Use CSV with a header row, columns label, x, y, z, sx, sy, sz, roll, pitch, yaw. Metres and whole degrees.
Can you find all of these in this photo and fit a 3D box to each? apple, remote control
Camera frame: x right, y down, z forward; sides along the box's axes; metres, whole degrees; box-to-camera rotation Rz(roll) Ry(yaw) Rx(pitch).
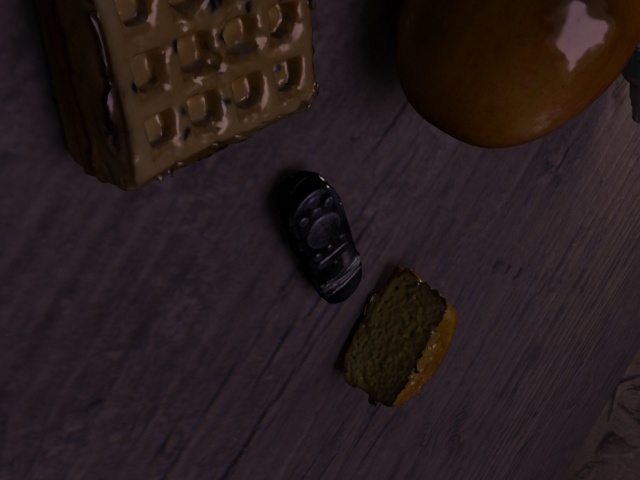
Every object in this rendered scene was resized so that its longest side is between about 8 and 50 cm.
label,x,y,z,sx,sy,sz,roll,pitch,yaw
apple,0.238,-0.269,0.883,0.299,0.299,0.275,-18,148,-41
remote control,0.000,0.000,0.989,0.090,0.066,0.266,-34,143,-9

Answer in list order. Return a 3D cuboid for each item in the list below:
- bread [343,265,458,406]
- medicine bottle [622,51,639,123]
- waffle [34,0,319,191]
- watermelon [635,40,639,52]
label,x,y,z,sx,sy,sz,roll,pitch,yaw
bread,0.148,0.172,1.204,0.139,0.143,0.229,20,101,-52
medicine bottle,0.680,-0.385,1.450,0.110,0.110,0.351,-45,142,-17
waffle,-0.120,-0.256,0.611,0.261,0.114,0.376,-28,134,-33
watermelon,0.407,-0.423,1.042,0.290,0.214,0.319,17,57,-54
